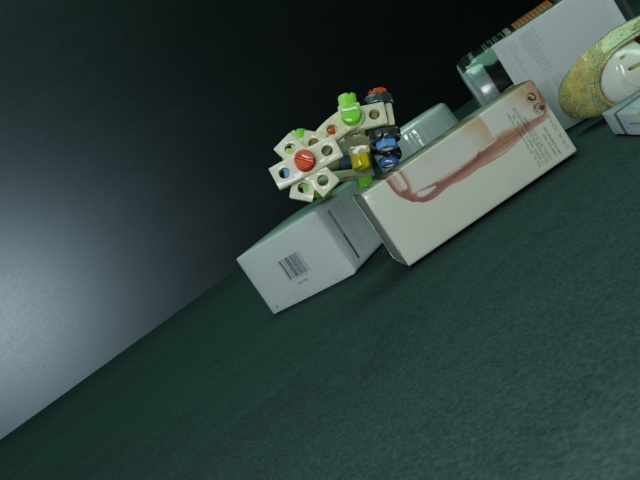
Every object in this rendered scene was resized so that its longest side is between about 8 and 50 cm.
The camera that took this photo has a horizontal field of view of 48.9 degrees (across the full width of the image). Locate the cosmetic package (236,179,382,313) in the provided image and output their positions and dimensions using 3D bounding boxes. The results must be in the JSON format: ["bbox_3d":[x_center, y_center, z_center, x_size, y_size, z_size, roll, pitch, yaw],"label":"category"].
[{"bbox_3d":[0.000,0.000,1.368,0.224,0.138,0.225,-29,6,37],"label":"cosmetic package"}]

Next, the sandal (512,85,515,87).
[{"bbox_3d":[0.386,-0.238,1.445,0.102,0.076,0.265,-57,-3,-7],"label":"sandal"}]

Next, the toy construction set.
[{"bbox_3d":[0.020,-0.145,1.117,0.215,0.151,0.327,-11,4,5],"label":"toy construction set"}]

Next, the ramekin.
[{"bbox_3d":[0.280,-0.272,2.006,0.277,0.135,0.277,-34,6,4],"label":"ramekin"}]

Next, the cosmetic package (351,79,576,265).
[{"bbox_3d":[0.207,-0.100,1.064,0.296,0.129,0.153,-35,5,-2],"label":"cosmetic package"}]

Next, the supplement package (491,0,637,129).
[{"bbox_3d":[0.448,-0.324,1.225,0.203,0.194,0.149,-29,9,35],"label":"supplement package"}]

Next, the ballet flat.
[{"bbox_3d":[0.506,-0.279,1.012,0.349,0.123,0.123,-31,7,26],"label":"ballet flat"}]

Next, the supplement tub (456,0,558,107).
[{"bbox_3d":[0.510,-0.427,1.648,0.338,0.207,0.207,-32,6,16],"label":"supplement tub"}]

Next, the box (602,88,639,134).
[{"bbox_3d":[0.450,-0.184,0.870,0.145,0.038,0.186,-34,7,8],"label":"box"}]
